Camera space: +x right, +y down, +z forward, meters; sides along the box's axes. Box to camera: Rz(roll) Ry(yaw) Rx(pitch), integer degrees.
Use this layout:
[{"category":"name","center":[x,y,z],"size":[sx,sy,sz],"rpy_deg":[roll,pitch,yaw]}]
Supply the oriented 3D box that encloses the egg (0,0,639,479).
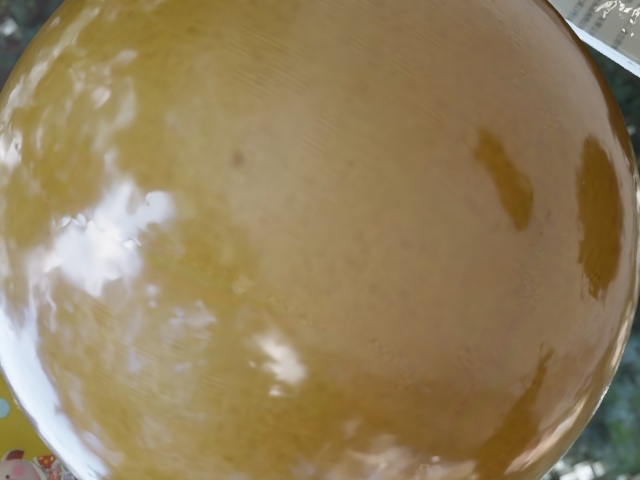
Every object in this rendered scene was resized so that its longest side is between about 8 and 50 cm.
[{"category":"egg","center":[0.000,0.000,0.705],"size":[0.250,0.250,0.322],"rpy_deg":[65,-171,7]}]

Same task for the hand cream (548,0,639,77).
[{"category":"hand cream","center":[0.137,-0.121,0.838],"size":[0.234,0.080,0.050],"rpy_deg":[31,-158,0]}]

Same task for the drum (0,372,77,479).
[{"category":"drum","center":[-0.310,0.228,1.839],"size":[0.214,0.431,0.431],"rpy_deg":[10,-133,-13]}]
